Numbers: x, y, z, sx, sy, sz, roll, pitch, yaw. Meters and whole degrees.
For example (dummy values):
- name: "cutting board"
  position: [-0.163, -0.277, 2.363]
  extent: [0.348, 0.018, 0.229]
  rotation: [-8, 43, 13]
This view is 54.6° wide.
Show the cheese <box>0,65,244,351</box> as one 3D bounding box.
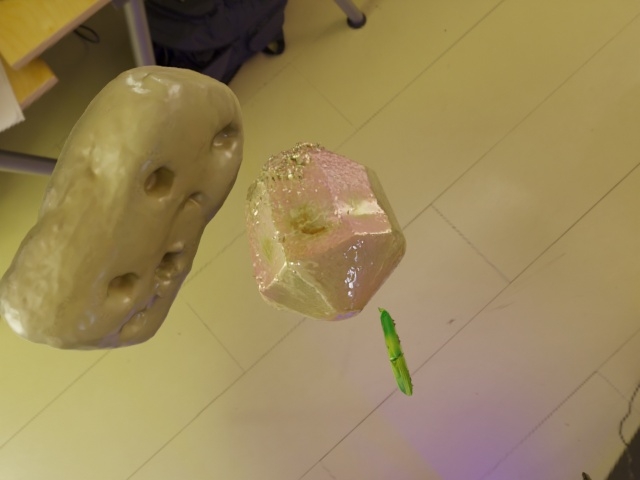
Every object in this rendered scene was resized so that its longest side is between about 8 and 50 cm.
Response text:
- name: "cheese"
  position: [-0.157, -0.027, 0.544]
  extent: [0.093, 0.159, 0.262]
  rotation: [25, 92, 20]

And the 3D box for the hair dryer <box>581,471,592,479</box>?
- name: "hair dryer"
  position: [0.449, 0.469, 1.026]
  extent: [0.050, 0.195, 0.173]
  rotation: [36, 97, -3]

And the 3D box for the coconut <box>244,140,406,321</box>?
- name: "coconut"
  position: [0.000, 0.000, 0.896]
  extent: [0.233, 0.233, 0.245]
  rotation: [-19, 59, 2]

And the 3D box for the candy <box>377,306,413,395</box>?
- name: "candy"
  position: [0.146, 0.215, 1.226]
  extent: [0.032, 0.178, 0.102]
  rotation: [-15, 115, 3]
